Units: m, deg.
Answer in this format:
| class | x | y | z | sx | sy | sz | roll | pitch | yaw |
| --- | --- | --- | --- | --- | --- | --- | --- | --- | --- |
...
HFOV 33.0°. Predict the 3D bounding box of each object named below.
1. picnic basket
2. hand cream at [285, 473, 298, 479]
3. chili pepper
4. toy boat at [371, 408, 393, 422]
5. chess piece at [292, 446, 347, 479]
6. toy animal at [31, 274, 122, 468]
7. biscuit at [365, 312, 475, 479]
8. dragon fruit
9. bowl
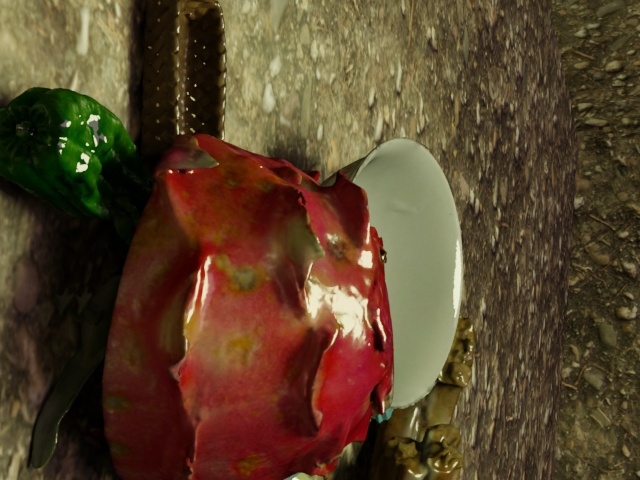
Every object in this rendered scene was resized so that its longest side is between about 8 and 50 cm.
| class | x | y | z | sx | sy | sz | roll | pitch | yaw |
| --- | --- | --- | --- | --- | --- | --- | --- | --- | --- |
| picnic basket | -0.142 | -0.164 | 1.110 | 0.110 | 0.054 | 0.194 | 18 | 73 | -66 |
| hand cream | -0.059 | 0.239 | 1.172 | 0.256 | 0.088 | 0.055 | -34 | 147 | -33 |
| chili pepper | -0.198 | -0.061 | 0.935 | 0.253 | 0.083 | 0.099 | 48 | 46 | -65 |
| toy boat | 0.078 | 0.175 | 1.591 | 0.238 | 0.098 | 0.109 | -66 | 150 | -48 |
| chess piece | -0.049 | 0.269 | 1.247 | 0.243 | 0.133 | 0.133 | -64 | 146 | -38 |
| toy animal | -0.212 | 0.089 | 0.945 | 0.075 | 0.041 | 0.217 | 70 | 33 | -42 |
| biscuit | 0.148 | 0.289 | 1.633 | 0.366 | 0.115 | 0.268 | -70 | 178 | -50 |
| dragon fruit | -0.046 | 0.081 | 1.039 | 0.386 | 0.248 | 0.371 | 89 | 16 | -46 |
| bowl | 0.046 | 0.039 | 1.399 | 0.345 | 0.157 | 0.346 | -3 | 93 | -56 |
